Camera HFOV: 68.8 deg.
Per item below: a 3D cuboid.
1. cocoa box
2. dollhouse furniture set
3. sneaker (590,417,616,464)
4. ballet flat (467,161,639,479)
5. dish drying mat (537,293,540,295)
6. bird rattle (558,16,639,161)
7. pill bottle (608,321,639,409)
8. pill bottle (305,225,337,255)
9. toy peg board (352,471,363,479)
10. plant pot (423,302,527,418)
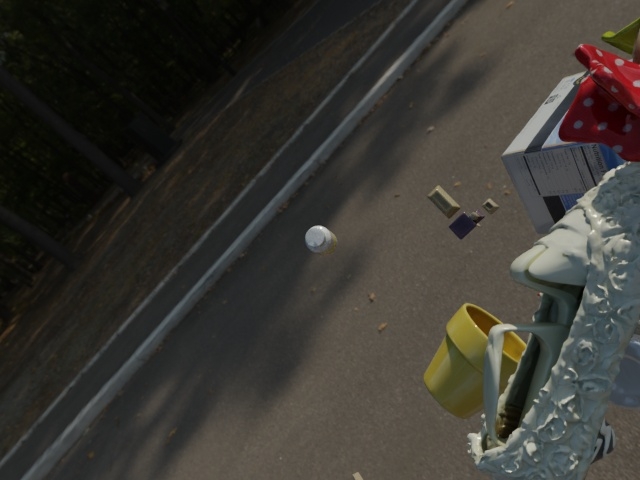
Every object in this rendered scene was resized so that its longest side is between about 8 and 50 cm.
[{"bbox_3d":[0.613,-0.206,1.024,0.347,0.231,0.228,-45,23,-25],"label":"cocoa box"},{"bbox_3d":[0.280,-0.072,0.918,0.091,0.114,0.081,-47,-22,21],"label":"dollhouse furniture set"},{"bbox_3d":[0.483,0.340,0.917,0.153,0.235,0.094,-20,6,-35],"label":"sneaker"},{"bbox_3d":[0.267,0.093,0.521,0.147,0.147,0.409,16,90,65],"label":"ballet flat"},{"bbox_3d":[0.431,0.098,0.838,0.083,0.032,0.008,154,115,-73],"label":"dish drying mat"},{"bbox_3d":[0.337,-0.170,0.396,0.206,0.143,0.253,14,50,30],"label":"bird rattle"},{"bbox_3d":[0.758,0.283,1.123,0.161,0.161,0.283,-25,-13,41],"label":"pill bottle"},{"bbox_3d":[0.000,0.000,0.763,0.043,0.043,0.083,-45,-14,3],"label":"pill bottle"},{"bbox_3d":[0.087,0.574,0.898,0.079,0.161,0.160,-18,14,-15],"label":"toy peg board"},{"bbox_3d":[0.415,0.340,1.269,0.239,0.254,0.254,-54,20,18],"label":"plant pot"}]
